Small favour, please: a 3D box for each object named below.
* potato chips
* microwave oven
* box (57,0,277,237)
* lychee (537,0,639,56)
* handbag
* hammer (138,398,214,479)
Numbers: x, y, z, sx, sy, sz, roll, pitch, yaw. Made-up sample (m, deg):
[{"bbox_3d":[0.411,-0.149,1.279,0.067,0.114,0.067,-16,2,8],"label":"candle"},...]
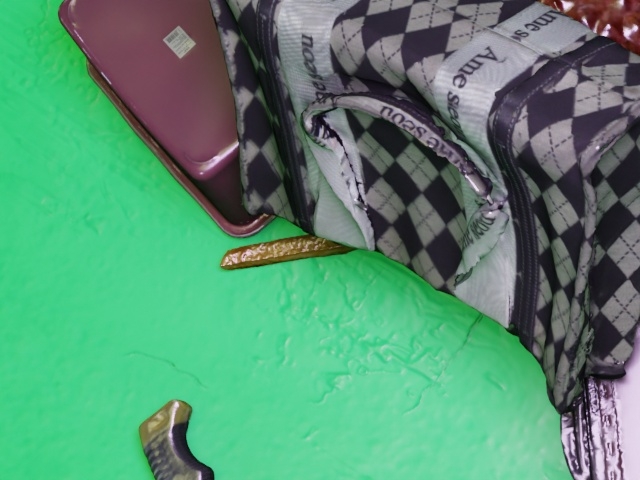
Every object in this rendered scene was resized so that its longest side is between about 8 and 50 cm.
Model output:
[{"bbox_3d":[0.000,0.000,1.922,0.204,0.037,0.026,-13,63,15],"label":"potato chips"},{"bbox_3d":[0.315,0.187,1.718,0.188,0.178,0.247,-8,74,13],"label":"microwave oven"},{"bbox_3d":[-0.113,-0.166,1.923,0.193,0.167,0.294,-42,70,2],"label":"box"},{"bbox_3d":[0.231,-0.150,1.776,0.276,0.276,0.304,-46,64,-1],"label":"lychee"},{"bbox_3d":[0.096,-0.065,1.635,0.416,0.317,0.180,31,50,34],"label":"handbag"},{"bbox_3d":[-0.103,0.261,1.872,0.158,0.041,0.226,-34,71,1],"label":"hammer"}]
